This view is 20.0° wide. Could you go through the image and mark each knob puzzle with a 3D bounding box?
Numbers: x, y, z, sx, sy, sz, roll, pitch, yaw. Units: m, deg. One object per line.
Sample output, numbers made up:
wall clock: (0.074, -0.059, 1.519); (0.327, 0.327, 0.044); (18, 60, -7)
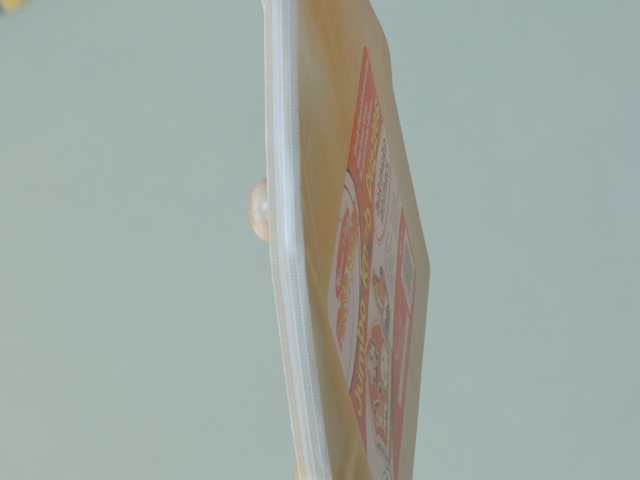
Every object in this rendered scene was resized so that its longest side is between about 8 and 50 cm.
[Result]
knob puzzle: (0.000, 0.000, 0.556); (0.213, 0.030, 0.213); (-4, -90, -78)
